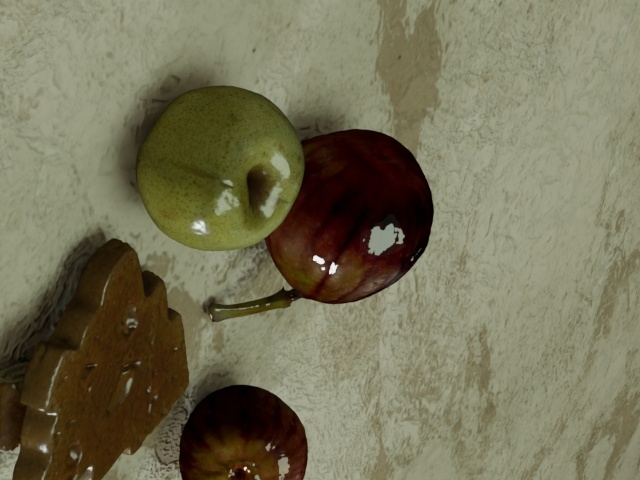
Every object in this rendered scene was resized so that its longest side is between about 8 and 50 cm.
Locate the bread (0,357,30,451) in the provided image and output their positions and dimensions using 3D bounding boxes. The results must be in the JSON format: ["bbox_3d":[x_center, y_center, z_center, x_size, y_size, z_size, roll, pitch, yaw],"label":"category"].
[{"bbox_3d":[-0.294,0.160,1.335,0.047,0.036,0.083,-22,131,-48],"label":"bread"}]

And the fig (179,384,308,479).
[{"bbox_3d":[-0.093,0.229,1.621,0.148,0.202,0.149,0,137,-14],"label":"fig"}]

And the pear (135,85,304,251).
[{"bbox_3d":[-0.098,-0.068,1.330,0.167,0.136,0.167,-33,138,-36],"label":"pear"}]

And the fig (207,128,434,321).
[{"bbox_3d":[0.016,0.003,1.533,0.204,0.186,0.250,-44,160,-60],"label":"fig"}]

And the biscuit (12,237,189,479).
[{"bbox_3d":[-0.215,0.144,1.406,0.278,0.043,0.301,-70,159,-4],"label":"biscuit"}]
